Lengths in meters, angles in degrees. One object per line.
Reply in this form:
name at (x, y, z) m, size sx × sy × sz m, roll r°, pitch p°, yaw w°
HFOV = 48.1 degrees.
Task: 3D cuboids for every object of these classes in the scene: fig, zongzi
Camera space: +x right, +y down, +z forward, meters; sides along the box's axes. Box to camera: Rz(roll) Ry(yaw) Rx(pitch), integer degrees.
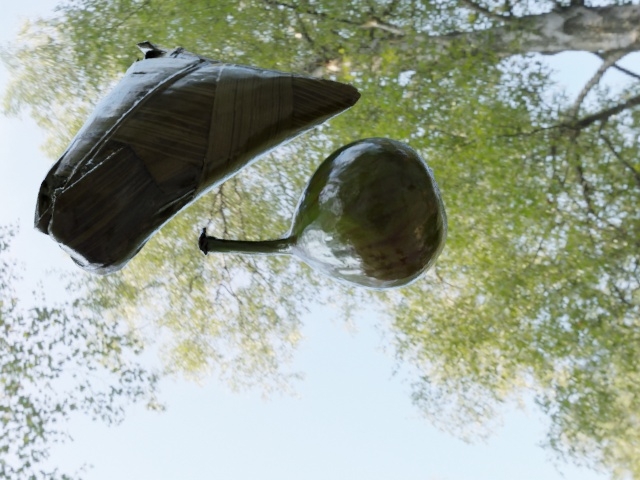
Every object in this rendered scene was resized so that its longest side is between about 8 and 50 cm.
fig at (0.000, 0.000, 0.717) m, size 0.259 × 0.151 × 0.151 m, roll -24°, pitch -62°, yaw 16°
zongzi at (-0.128, -0.085, 0.758) m, size 0.286 × 0.288 × 0.134 m, roll -64°, pitch -30°, yaw -27°
